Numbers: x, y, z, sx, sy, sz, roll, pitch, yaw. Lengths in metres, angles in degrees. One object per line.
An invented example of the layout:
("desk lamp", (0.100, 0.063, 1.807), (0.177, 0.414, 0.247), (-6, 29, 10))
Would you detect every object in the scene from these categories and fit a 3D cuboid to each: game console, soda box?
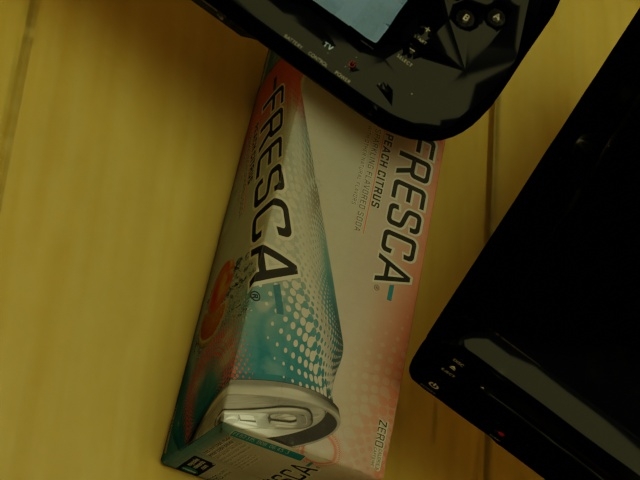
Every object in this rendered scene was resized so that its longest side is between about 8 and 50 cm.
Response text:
("game console", (0.047, -0.063, 0.542), (0.361, 0.044, 0.213), (36, 59, -1))
("soda box", (0.000, 0.000, 0.557), (0.063, 0.058, 0.183), (22, 60, -18))
